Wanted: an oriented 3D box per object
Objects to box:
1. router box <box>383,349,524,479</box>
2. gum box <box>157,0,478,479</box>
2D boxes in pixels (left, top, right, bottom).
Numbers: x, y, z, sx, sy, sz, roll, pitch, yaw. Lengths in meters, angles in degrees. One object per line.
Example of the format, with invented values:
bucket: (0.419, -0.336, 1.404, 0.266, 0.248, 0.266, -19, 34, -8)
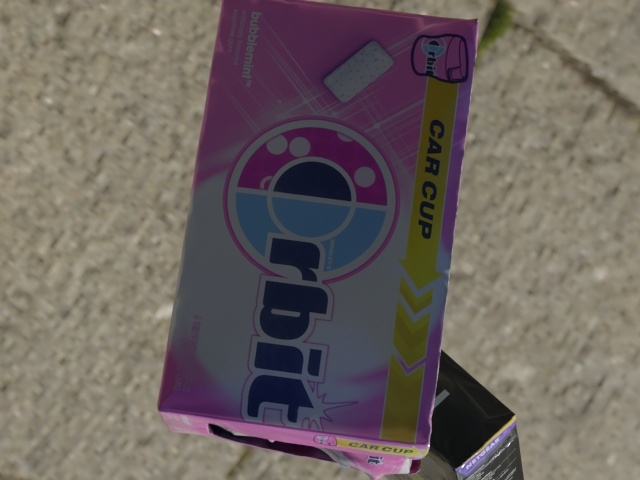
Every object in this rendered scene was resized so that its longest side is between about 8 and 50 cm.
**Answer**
router box: (0.064, 0.151, 1.673, 0.081, 0.309, 0.243, -41, 151, -14)
gum box: (0.000, 0.000, 0.700, 0.062, 0.107, 0.188, 90, 8, -76)
